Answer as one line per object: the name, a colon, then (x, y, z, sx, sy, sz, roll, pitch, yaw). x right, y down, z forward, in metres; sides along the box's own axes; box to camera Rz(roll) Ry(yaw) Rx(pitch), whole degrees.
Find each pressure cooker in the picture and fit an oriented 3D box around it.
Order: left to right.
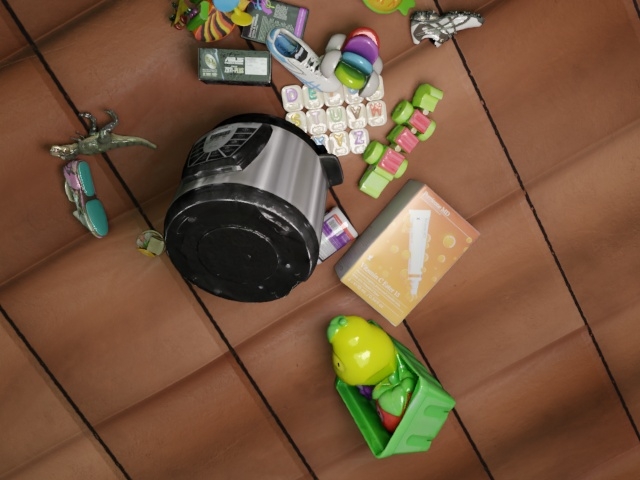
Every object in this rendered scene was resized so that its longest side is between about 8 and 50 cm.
pressure cooker: (-0.169, -0.104, 1.305, 0.370, 0.420, 0.375, 25, 132, -15)

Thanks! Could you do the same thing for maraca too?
maraca: (0.179, -0.659, 1.369, 0.186, 0.099, 0.127, -1, 109, -31)

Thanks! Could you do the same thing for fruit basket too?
fruit basket: (0.139, 0.370, 1.439, 0.392, 0.392, 0.283, 26, 99, -9)

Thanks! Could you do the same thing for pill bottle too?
pill bottle: (0.000, 0.000, 1.484, 0.193, 0.108, 0.108, -36, 102, 4)

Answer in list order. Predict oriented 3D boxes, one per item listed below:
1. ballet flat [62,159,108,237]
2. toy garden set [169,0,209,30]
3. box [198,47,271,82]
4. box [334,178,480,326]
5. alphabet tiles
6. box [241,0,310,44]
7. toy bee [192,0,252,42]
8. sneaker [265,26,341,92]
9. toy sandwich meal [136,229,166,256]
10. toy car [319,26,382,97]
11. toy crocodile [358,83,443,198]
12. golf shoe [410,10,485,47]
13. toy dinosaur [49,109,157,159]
ballet flat: (-0.652, -0.110, 1.437, 0.079, 0.077, 0.221, -13, 98, 17)
toy garden set: (-0.324, -0.648, 1.288, 0.049, 0.204, 0.244, 4, 94, -32)
box: (-0.216, -0.446, 1.355, 0.180, 0.147, 0.077, 1, 102, -4)
box: (0.235, 0.029, 1.477, 0.215, 0.168, 0.345, 39, 96, -11)
alphabet tiles: (0.040, -0.374, 1.454, 0.284, 0.021, 0.278, -8, 102, -2)
box: (-0.121, -0.577, 1.395, 0.162, 0.029, 0.116, 14, 100, -8)
toy bee: (-0.203, -0.619, 1.304, 0.162, 0.298, 0.195, -4, 76, -39)
sneaker: (-0.042, -0.467, 1.370, 0.237, 0.086, 0.085, 32, 95, -19)
toy sandwich meal: (-0.483, 0.011, 1.489, 0.085, 0.029, 0.085, -1, 102, -4)
toy car: (0.096, -0.470, 1.337, 0.159, 0.182, 0.136, 26, 139, -14)
toy crocodile: (0.221, -0.270, 1.437, 0.115, 0.105, 0.340, 32, 98, -20)
golf shoe: (0.341, -0.573, 1.415, 0.198, 0.077, 0.094, 1, 113, 2)
toy dinosaur: (-0.587, -0.287, 1.407, 0.268, 0.064, 0.118, -9, 103, -9)
